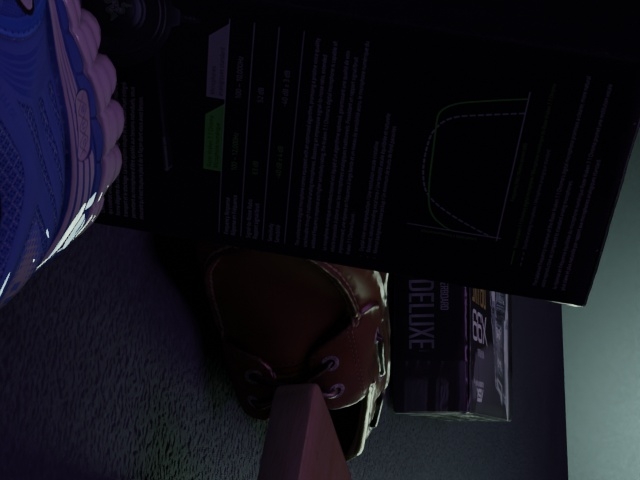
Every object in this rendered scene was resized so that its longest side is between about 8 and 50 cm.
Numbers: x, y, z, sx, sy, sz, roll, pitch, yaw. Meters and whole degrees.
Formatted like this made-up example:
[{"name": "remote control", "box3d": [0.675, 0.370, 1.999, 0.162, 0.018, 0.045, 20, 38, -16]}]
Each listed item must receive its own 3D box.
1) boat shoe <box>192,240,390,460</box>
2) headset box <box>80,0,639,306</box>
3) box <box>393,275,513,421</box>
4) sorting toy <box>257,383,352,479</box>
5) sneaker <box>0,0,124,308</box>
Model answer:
[{"name": "boat shoe", "box3d": [-0.005, 0.059, 0.989, 0.307, 0.110, 0.104, 57, 33, -64]}, {"name": "headset box", "box3d": [-0.010, -0.123, 0.679, 0.131, 0.283, 0.246, 96, 6, -45]}, {"name": "box", "box3d": [0.137, 0.058, 1.627, 0.307, 0.076, 0.242, 31, 58, -74]}, {"name": "sorting toy", "box3d": [-0.035, 0.255, 0.889, 0.255, 0.089, 0.257, 73, 21, -46]}, {"name": "sneaker", "box3d": [-0.136, -0.099, 0.456, 0.147, 0.130, 0.330, -76, 159, -54]}]
